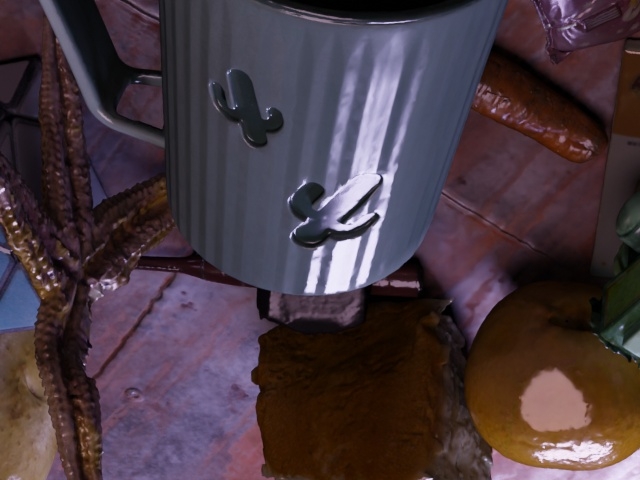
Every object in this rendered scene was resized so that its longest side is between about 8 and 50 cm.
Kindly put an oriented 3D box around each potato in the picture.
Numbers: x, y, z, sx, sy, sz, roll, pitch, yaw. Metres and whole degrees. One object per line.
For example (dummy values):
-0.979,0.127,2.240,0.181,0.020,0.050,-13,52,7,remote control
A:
-0.400,0.227,2.218,0.242,0.242,0.285,29,128,-12,potato

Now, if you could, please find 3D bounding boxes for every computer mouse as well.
0.000,0.000,1.998,0.122,0.073,0.217,6,114,-4,computer mouse

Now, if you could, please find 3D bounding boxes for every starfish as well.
-0.222,-0.005,1.868,0.132,0.398,0.384,1,127,33,starfish

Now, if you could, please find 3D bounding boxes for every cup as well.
-0.033,-0.196,1.725,0.401,0.310,0.392,35,141,22,cup

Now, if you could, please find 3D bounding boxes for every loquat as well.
0.251,0.142,1.989,0.208,0.208,0.208,7,132,8,loquat

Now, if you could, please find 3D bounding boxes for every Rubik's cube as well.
-0.363,-0.038,1.975,0.205,0.207,0.205,-8,127,20,Rubik's cube

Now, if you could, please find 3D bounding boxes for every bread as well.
0.055,0.229,2.078,0.250,0.279,0.225,-10,142,22,bread

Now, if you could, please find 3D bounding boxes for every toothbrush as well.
-0.068,0.032,2.079,0.364,0.041,0.041,4,132,10,toothbrush

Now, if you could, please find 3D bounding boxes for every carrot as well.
0.200,-0.131,1.859,0.186,0.060,0.060,27,132,-15,carrot

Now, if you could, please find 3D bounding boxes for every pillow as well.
0.240,-0.230,1.734,0.118,0.043,0.185,-23,144,6,pillow

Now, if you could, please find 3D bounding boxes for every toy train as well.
0.397,0.062,1.868,0.271,0.188,0.159,33,128,-15,toy train

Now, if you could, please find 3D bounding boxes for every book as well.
0.384,-0.065,1.899,0.207,0.020,0.295,7,132,7,book
